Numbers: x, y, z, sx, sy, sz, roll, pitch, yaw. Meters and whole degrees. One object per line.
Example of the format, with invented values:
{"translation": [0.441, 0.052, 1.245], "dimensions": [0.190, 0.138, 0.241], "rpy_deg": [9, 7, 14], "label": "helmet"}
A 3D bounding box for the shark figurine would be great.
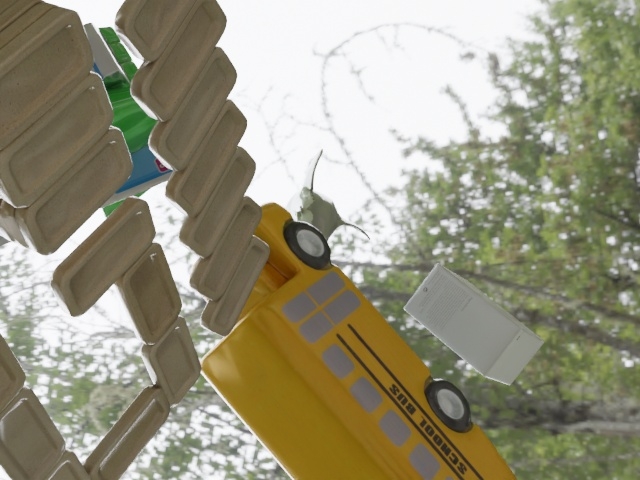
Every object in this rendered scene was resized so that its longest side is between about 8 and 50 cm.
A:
{"translation": [0.007, -0.002, 1.228], "dimensions": [0.116, 0.166, 0.278], "rpy_deg": [24, -154, -12], "label": "shark figurine"}

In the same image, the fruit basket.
{"translation": [-0.360, -0.115, 1.094], "dimensions": [0.353, 0.327, 0.165], "rpy_deg": [-19, -47, -15], "label": "fruit basket"}

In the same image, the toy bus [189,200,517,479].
{"translation": [0.016, 0.130, 0.784], "dimensions": [0.332, 0.108, 0.130], "rpy_deg": [49, -145, 4], "label": "toy bus"}

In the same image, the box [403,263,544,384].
{"translation": [0.236, 0.130, 1.460], "dimensions": [0.091, 0.170, 0.130], "rpy_deg": [-53, -31, 6], "label": "box"}

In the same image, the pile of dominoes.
{"translation": [-0.103, 0.001, 0.437], "dimensions": [0.196, 0.040, 0.251], "rpy_deg": [-52, -28, -31], "label": "pile of dominoes"}
